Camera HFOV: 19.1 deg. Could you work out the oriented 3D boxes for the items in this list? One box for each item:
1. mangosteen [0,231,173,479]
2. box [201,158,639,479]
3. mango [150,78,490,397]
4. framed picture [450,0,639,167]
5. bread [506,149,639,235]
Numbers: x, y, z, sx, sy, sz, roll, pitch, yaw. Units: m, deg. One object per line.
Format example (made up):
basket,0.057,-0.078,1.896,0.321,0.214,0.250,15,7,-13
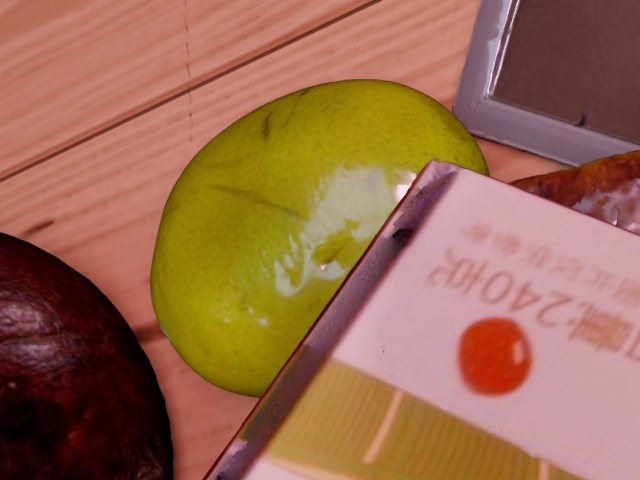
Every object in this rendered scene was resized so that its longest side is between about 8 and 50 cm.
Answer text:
mangosteen,-0.180,0.095,0.853,0.216,0.216,0.216,-3,85,40
box,0.109,0.196,0.427,0.385,0.122,0.344,23,60,24
mango,-0.003,-0.005,0.790,0.163,0.089,0.117,-43,57,25
framed picture,0.190,-0.113,0.676,0.293,0.018,0.231,22,101,39
bread,0.126,0.054,0.647,0.132,0.103,0.172,-13,84,12
